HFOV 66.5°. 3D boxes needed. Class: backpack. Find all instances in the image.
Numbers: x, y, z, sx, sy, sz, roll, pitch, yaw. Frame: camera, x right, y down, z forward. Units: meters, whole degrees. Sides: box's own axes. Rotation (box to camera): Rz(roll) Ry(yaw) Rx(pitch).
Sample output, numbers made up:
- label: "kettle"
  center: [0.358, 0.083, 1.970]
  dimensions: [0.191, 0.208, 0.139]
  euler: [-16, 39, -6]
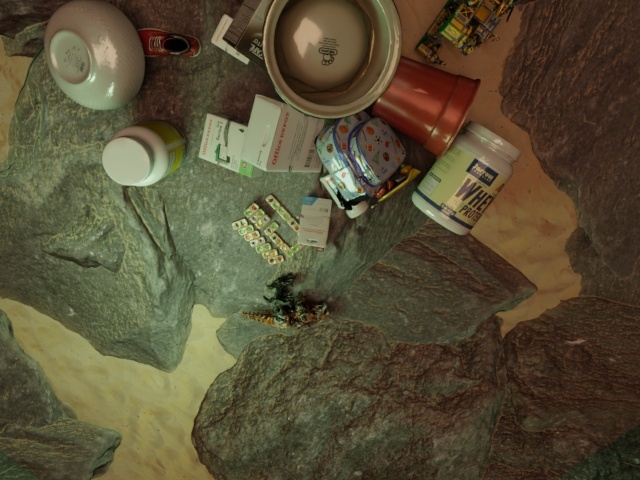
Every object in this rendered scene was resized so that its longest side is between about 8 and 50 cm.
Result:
- label: "backpack"
  center: [0.123, -0.280, 1.572]
  dimensions: [0.263, 0.276, 0.213]
  euler: [48, 138, -10]

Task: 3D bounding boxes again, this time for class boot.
- label: "boot"
  center: [-0.518, -0.624, 1.541]
  dimensions: [0.244, 0.176, 0.089]
  euler: [4, 110, 1]

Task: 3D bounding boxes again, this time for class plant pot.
- label: "plant pot"
  center: [0.321, -0.441, 1.558]
  dimensions: [0.265, 0.272, 0.272]
  euler: [26, 107, 1]

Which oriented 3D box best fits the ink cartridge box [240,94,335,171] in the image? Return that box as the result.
- label: "ink cartridge box"
  center: [-0.098, -0.336, 1.566]
  dimensions: [0.121, 0.289, 0.211]
  euler: [28, 111, 30]

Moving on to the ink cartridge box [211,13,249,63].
- label: "ink cartridge box"
  center: [-0.271, -0.653, 1.589]
  dimensions: [0.135, 0.056, 0.099]
  euler: [30, 106, -9]

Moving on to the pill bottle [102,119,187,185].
- label: "pill bottle"
  center: [-0.562, -0.282, 1.574]
  dimensions: [0.187, 0.334, 0.188]
  euler: [0, 108, 1]

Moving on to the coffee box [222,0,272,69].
- label: "coffee box"
  center: [-0.140, -0.680, 1.477]
  dimensions: [0.168, 0.119, 0.297]
  euler: [22, 107, -43]

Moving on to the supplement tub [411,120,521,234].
- label: "supplement tub"
  center: [0.485, -0.207, 1.632]
  dimensions: [0.235, 0.235, 0.325]
  euler: [30, 107, -9]

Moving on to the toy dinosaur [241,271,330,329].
- label: "toy dinosaur"
  center: [-0.132, 0.268, 1.858]
  dimensions: [0.321, 0.164, 0.219]
  euler: [-18, 126, -15]

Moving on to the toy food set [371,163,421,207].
- label: "toy food set"
  center: [0.243, -0.200, 1.705]
  dimensions: [0.218, 0.128, 0.071]
  euler: [-36, 88, 16]

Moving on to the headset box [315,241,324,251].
- label: "headset box"
  center: [0.000, 0.000, 1.802]
  dimensions: [0.032, 0.062, 0.083]
  euler: [7, 109, -1]

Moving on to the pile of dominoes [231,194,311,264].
- label: "pile of dominoes"
  center: [-0.184, -0.028, 1.808]
  dimensions: [0.196, 0.040, 0.251]
  euler: [-40, 103, 13]

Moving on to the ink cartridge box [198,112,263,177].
- label: "ink cartridge box"
  center: [-0.287, -0.322, 1.644]
  dimensions: [0.219, 0.092, 0.160]
  euler: [22, 108, 17]

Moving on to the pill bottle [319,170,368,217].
- label: "pill bottle"
  center: [0.088, -0.174, 1.718]
  dimensions: [0.108, 0.108, 0.180]
  euler: [-32, 106, 11]

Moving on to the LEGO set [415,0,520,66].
- label: "LEGO set"
  center: [0.454, -0.627, 1.469]
  dimensions: [0.192, 0.331, 0.255]
  euler: [33, 86, -11]

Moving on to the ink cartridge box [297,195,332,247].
- label: "ink cartridge box"
  center: [-0.022, -0.059, 1.734]
  dimensions: [0.104, 0.061, 0.181]
  euler: [8, 72, -1]

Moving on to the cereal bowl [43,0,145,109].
- label: "cereal bowl"
  center: [-0.732, -0.576, 1.530]
  dimensions: [0.338, 0.141, 0.339]
  euler: [8, 113, 18]

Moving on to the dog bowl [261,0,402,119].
- label: "dog bowl"
  center: [0.020, -0.570, 1.415]
  dimensions: [0.407, 0.150, 0.408]
  euler: [-7, 116, -14]
